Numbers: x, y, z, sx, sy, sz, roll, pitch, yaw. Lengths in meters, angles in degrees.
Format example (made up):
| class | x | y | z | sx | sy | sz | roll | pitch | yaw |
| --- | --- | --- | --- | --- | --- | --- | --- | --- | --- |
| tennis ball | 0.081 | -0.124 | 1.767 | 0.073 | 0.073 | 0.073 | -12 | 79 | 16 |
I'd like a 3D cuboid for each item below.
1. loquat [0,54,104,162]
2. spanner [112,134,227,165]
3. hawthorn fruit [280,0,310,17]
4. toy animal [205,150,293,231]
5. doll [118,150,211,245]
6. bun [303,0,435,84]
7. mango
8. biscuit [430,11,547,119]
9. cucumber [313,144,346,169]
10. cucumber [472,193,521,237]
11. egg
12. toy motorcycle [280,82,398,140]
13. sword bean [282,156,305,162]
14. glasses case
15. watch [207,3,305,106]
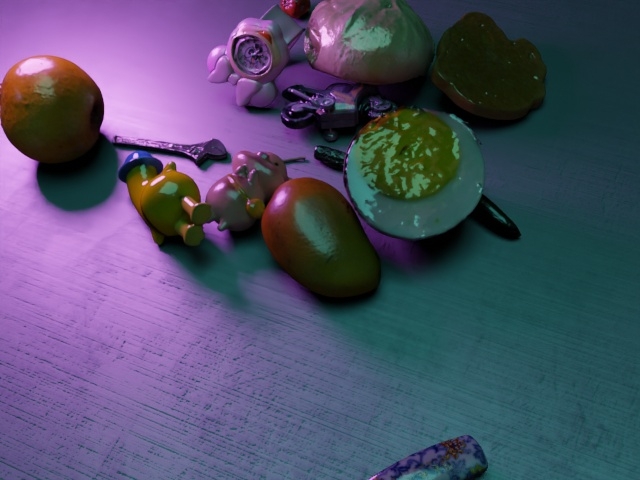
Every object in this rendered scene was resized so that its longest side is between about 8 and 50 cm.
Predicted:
| class | x | y | z | sx | sy | sz | roll | pitch | yaw |
| --- | --- | --- | --- | --- | --- | --- | --- | --- | --- |
| loquat | -0.691 | -0.339 | 1.948 | 0.275 | 0.274 | 0.274 | -2 | 53 | 3 |
| spanner | -0.397 | -0.246 | 2.005 | 0.326 | 0.026 | 0.093 | 10 | 54 | 13 |
| hawthorn fruit | -0.072 | -0.709 | 2.291 | 0.093 | 0.093 | 0.093 | -2 | 53 | 3 |
| toy animal | -0.174 | -0.114 | 1.817 | 0.165 | 0.149 | 0.248 | 39 | 57 | 11 |
| doll | -0.384 | -0.098 | 1.820 | 0.145 | 0.199 | 0.363 | 9 | 17 | -43 |
| bun | 0.132 | -0.553 | 2.022 | 0.365 | 0.202 | 0.364 | 5 | 32 | -3 |
| mango | 0.000 | 0.000 | 1.703 | 0.211 | 0.173 | 0.317 | -34 | 69 | -20 |
| biscuit | 0.449 | -0.455 | 2.029 | 0.312 | 0.057 | 0.351 | 18 | 56 | -6 |
| cucumber | 0.103 | -0.187 | 1.908 | 0.257 | 0.043 | 0.044 | 16 | 61 | 15 |
| cucumber | 0.357 | -0.095 | 1.811 | 0.056 | 0.056 | 0.284 | -39 | 60 | -22 |
| egg | 0.204 | -0.131 | 1.758 | 0.337 | 0.201 | 0.336 | 1 | 72 | -2 |
| toy motorcycle | 0.047 | -0.356 | 2.006 | 0.308 | 0.108 | 0.173 | -2 | 44 | 5 |
| sword bean | -0.079 | -0.204 | 1.956 | 0.083 | 0.012 | 0.012 | -9 | 53 | 0 |
| glasses case | 0.189 | 0.438 | 1.419 | 0.248 | 0.065 | 0.087 | -23 | 53 | -11 |
| watch | -0.154 | -0.505 | 2.085 | 0.211 | 0.248 | 0.217 | 41 | 33 | -5 |
